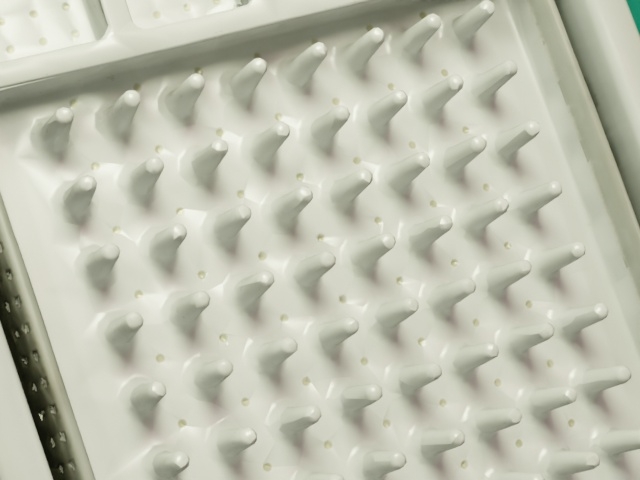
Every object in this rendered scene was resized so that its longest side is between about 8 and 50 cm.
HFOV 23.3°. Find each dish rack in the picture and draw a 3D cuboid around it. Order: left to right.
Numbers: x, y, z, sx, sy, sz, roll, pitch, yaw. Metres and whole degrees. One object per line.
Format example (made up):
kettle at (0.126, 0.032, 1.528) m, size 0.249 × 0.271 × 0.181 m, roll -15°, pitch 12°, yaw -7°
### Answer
dish rack at (0.000, 0.000, 0.564) m, size 0.285 × 0.072 × 0.333 m, roll -17°, pitch 83°, yaw -23°

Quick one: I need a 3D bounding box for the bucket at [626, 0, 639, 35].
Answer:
bucket at (0.195, -0.057, 0.744) m, size 0.281 × 0.183 × 0.281 m, roll 10°, pitch 49°, yaw -11°
